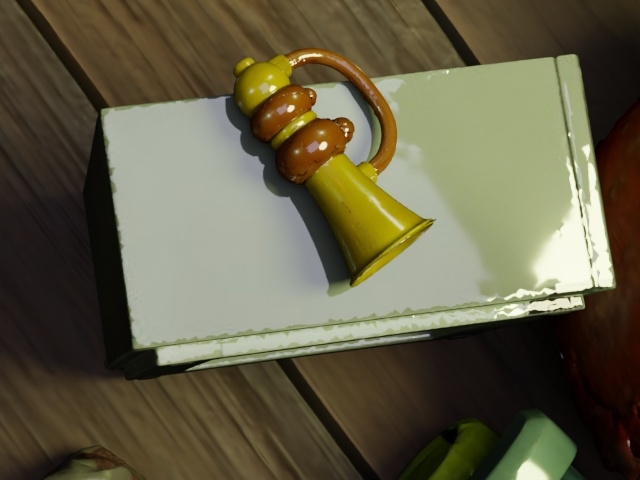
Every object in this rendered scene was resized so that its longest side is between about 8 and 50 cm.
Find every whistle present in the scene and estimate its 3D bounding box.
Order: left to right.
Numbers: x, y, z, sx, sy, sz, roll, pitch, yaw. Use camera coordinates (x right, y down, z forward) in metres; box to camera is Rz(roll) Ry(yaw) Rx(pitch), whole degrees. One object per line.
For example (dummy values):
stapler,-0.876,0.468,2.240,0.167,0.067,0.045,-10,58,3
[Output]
whistle,0.008,-0.041,0.701,0.057,0.046,0.109,-33,83,2

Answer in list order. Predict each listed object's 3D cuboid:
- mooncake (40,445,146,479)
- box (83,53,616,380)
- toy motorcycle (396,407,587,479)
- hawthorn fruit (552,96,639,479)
mooncake,-0.103,0.170,0.843,0.073,0.125,0.130,-24,91,-17
box,0.000,0.000,0.831,0.225,0.225,0.117,-8,84,-11
toy motorcycle,0.066,0.260,0.828,0.191,0.200,0.326,42,77,-4
hawthorn fruit,0.260,0.018,0.848,0.316,0.316,0.316,1,83,-10
